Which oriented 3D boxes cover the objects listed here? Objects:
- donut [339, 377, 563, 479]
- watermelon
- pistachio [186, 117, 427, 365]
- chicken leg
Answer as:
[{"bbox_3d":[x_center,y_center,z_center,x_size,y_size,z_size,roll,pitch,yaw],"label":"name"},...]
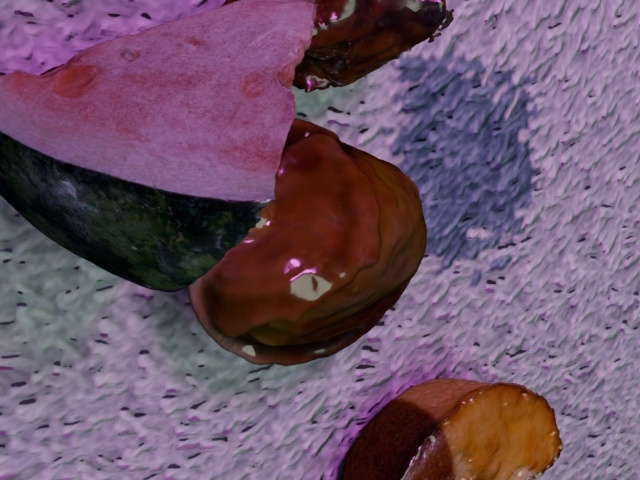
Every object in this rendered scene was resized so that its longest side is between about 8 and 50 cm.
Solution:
[{"bbox_3d":[0.091,0.178,0.993,0.217,0.085,0.141,-33,123,-29],"label":"donut"},{"bbox_3d":[-0.069,-0.036,0.670,0.202,0.136,0.207,-25,165,-3],"label":"watermelon"},{"bbox_3d":[0.000,0.000,0.827,0.210,0.130,0.165,-21,115,-44],"label":"pistachio"},{"bbox_3d":[-0.055,-0.117,0.756,0.304,0.113,0.093,-25,90,-28],"label":"chicken leg"}]
